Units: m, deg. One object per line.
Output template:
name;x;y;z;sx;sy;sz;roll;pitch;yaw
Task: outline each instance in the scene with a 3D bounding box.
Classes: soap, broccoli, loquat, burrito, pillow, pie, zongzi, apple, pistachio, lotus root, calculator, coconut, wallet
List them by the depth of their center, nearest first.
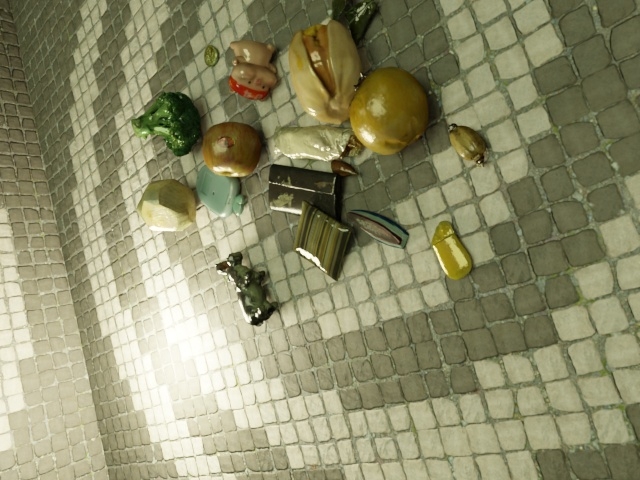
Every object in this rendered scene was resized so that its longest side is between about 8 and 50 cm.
lotus root;0.395;-0.254;1.371;0.072;0.063;0.152;-31;65;9
loquat;0.184;-0.363;1.435;0.244;0.244;0.244;3;95;39
soap;0.358;0.028;1.438;0.089;0.033;0.168;-40;68;31
zongzi;0.134;-0.664;1.569;0.109;0.055;0.119;-14;95;38
pistachio;0.020;-0.508;1.571;0.230;0.230;0.309;-20;85;39
burrito;-0.020;-0.322;1.703;0.392;0.076;0.117;12;106;40
pillow;0.000;0.000;1.705;0.212;0.052;0.208;33;128;27
wallet;-0.063;-0.161;1.753;0.321;0.044;0.170;14;113;38
apple;-0.319;-0.329;1.863;0.211;0.211;0.188;-1;90;39
calculator;-0.400;-0.195;2.042;0.299;0.041;0.186;36;114;34
pie;-0.435;-0.734;2.050;0.084;0.021;0.084;7;101;37
broccoli;-0.609;-0.466;2.055;0.270;0.270;0.270;44;142;51
coconut;-0.634;-0.143;2.114;0.237;0.237;0.197;-46;24;32

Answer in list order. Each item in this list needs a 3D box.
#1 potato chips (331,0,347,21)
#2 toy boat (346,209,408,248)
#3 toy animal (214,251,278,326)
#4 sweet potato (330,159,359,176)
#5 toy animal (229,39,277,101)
potato chips;0.060;-0.747;1.604;0.142;0.026;0.209;-107;32;-52
toy boat;0.166;-0.043;1.587;0.229;0.046;0.080;32;116;32
toy animal;-0.277;0.160;1.928;0.343;0.106;0.168;53;130;31
sweet potato;0.079;-0.223;1.641;0.117;0.049;0.049;27;110;39
toy animal;-0.243;-0.596;1.815;0.171;0.171;0.198;6;95;39
